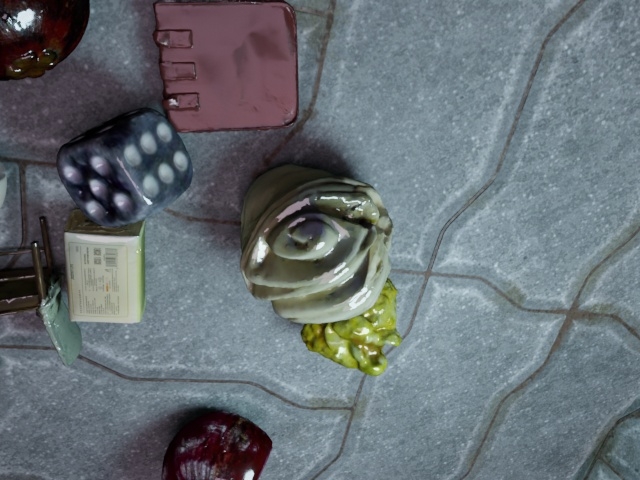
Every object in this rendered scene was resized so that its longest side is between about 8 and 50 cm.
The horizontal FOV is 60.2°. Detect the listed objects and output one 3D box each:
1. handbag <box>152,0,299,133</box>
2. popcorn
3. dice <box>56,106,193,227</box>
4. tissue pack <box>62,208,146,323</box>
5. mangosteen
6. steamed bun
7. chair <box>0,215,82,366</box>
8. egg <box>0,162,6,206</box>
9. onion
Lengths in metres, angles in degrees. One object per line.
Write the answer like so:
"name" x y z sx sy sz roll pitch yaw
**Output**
"handbag" -0.182 -0.345 1.095 0.275 0.084 0.260 -7 120 -8
"popcorn" 0.084 0.184 1.364 0.242 0.235 0.250 15 103 1
"dice" -0.377 -0.143 1.077 0.183 0.182 0.181 -9 120 28
"tissue pack" -0.475 0.058 1.230 0.159 0.125 0.234 2 119 -12
"mangosteen" -0.529 -0.408 0.883 0.311 0.311 0.311 -5 119 -9
"steamed bun" 0.000 0.000 1.182 0.339 0.247 0.352 1 76 -10
"chair" -0.655 0.125 1.215 0.186 0.160 0.319 -7 119 -14
"egg" -0.711 -0.118 1.067 0.206 0.162 0.271 -38 77 25
"onion" -0.302 0.625 1.497 0.260 0.282 0.336 28 121 -3
